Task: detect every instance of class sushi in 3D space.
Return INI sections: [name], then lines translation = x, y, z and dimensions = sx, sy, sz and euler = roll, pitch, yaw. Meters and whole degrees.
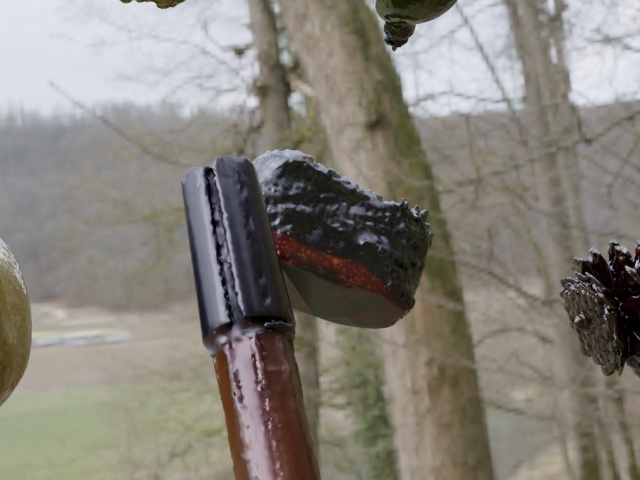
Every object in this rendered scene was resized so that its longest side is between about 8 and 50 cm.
[sushi]
translation = 0.000, 0.000, 1.330
dimensions = 0.225, 0.126, 0.136
euler = 20, -26, -8

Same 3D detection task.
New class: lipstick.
[lipstick]
translation = -0.046, 0.124, 0.998
dimensions = 0.077, 0.418, 0.077
euler = -10, -25, -5

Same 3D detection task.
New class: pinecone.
[pinecone]
translation = 0.300, 0.064, 1.216
dimensions = 0.121, 0.140, 0.140
euler = -29, -3, -9

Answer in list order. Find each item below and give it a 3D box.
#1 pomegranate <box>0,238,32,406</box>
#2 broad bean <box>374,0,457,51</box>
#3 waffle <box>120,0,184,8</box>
[pomegranate]
translation = -0.438, 0.106, 1.283
dimensions = 0.319, 0.319, 0.319
euler = -6, -6, -1
[broad bean]
translation = 0.102, -0.247, 0.949
dimensions = 0.061, 0.077, 0.339
euler = -4, -33, -24
[waffle]
translation = -0.155, -0.260, 1.015
dimensions = 0.046, 0.160, 0.192
euler = -23, 11, 23
